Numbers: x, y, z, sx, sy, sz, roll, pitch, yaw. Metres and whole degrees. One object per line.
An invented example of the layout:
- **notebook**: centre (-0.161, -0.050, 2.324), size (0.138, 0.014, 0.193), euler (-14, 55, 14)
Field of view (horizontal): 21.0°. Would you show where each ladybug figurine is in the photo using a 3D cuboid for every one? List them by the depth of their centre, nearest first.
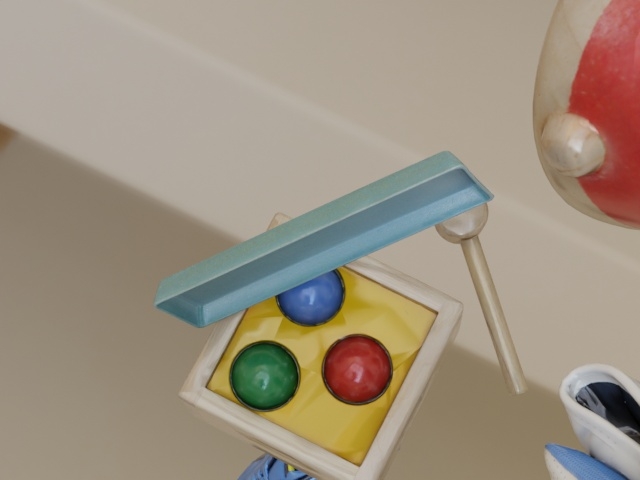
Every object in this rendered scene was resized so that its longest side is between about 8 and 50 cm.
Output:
- **ladybug figurine**: centre (0.324, -0.155, 1.148), size (0.449, 0.162, 0.305), euler (-37, 134, -23)

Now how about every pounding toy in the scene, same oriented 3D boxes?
- **pounding toy**: centre (0.044, 0.050, 1.047), size (0.206, 0.181, 0.094), euler (-62, 172, -11)

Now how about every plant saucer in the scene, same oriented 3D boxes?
- **plant saucer**: centre (0.000, 0.000, 0.964), size (0.192, 0.018, 0.067), euler (-25, 158, 13)

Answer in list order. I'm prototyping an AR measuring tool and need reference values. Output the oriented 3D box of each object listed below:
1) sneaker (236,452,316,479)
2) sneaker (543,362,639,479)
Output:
- **sneaker**: centre (-0.028, 0.190, 1.409), size (0.209, 0.069, 0.082), euler (-39, 154, 31)
- **sneaker**: centre (0.208, 0.143, 0.859), size (0.130, 0.236, 0.323), euler (-40, 180, 2)
